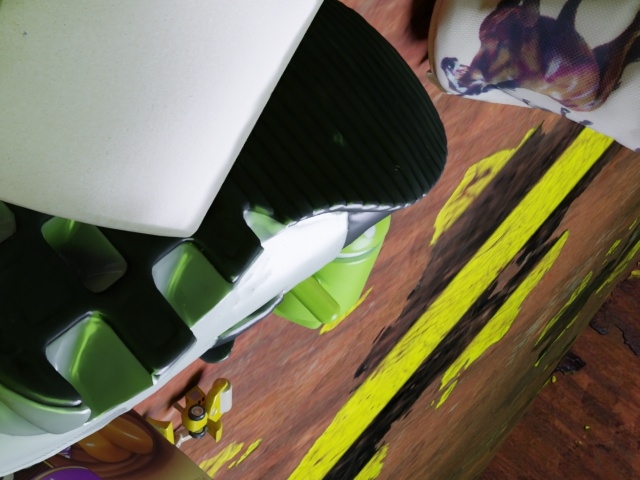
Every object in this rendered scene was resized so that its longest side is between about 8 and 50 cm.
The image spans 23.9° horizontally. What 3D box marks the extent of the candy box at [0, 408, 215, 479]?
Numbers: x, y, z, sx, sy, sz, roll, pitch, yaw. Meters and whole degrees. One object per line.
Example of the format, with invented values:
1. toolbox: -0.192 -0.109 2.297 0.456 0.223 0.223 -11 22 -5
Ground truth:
1. candy box: -0.137 0.112 0.651 0.053 0.109 0.186 -57 163 18

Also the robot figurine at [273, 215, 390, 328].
1. robot figurine: 0.000 0.000 0.864 0.115 0.067 0.101 112 5 -45

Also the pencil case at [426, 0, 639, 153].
1. pencil case: 0.261 -0.085 0.830 0.160 0.410 0.184 -41 150 -54

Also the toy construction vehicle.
1. toy construction vehicle: -0.097 0.131 0.968 0.098 0.035 0.086 -45 153 -31

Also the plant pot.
1. plant pot: -0.079 -0.071 0.421 0.096 0.109 0.109 -7 135 -51

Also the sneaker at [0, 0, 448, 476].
1. sneaker: -0.071 -0.005 0.602 0.146 0.122 0.330 -40 176 38
